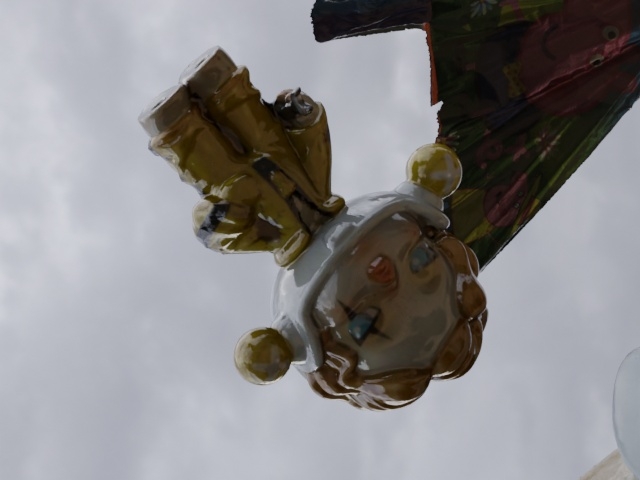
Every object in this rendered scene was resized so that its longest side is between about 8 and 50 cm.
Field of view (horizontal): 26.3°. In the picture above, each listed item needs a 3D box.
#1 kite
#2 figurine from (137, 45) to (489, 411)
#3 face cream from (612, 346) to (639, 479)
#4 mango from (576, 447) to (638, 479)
[{"bbox_3d":[0.107,-0.125,0.609,0.234,0.016,0.321,-10,-65,-13],"label":"kite"},{"bbox_3d":[-0.004,0.003,0.475,0.143,0.068,0.101,23,-97,-21],"label":"figurine"},{"bbox_3d":[0.184,0.071,0.414,0.251,0.101,0.101,13,-89,-34],"label":"face cream"},{"bbox_3d":[0.225,0.212,0.868,0.146,0.316,0.193,31,-133,-51],"label":"mango"}]
